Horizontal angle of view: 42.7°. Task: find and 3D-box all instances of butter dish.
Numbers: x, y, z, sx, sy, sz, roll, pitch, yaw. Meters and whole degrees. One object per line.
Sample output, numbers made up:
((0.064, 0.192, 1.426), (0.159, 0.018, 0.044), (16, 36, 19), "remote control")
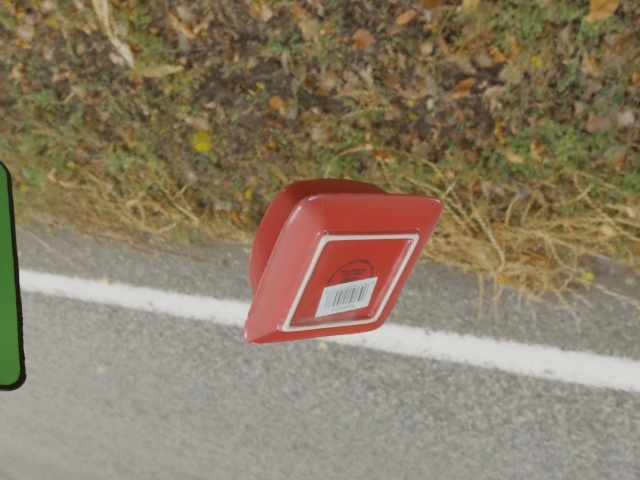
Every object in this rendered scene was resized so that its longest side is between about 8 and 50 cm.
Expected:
((0.000, 0.000, 0.719), (0.118, 0.160, 0.160), (52, 131, 39), "butter dish")

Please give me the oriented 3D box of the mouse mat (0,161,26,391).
((-0.242, -0.002, 0.456), (0.153, 0.189, 0.007), (17, 129, -38), "mouse mat")
